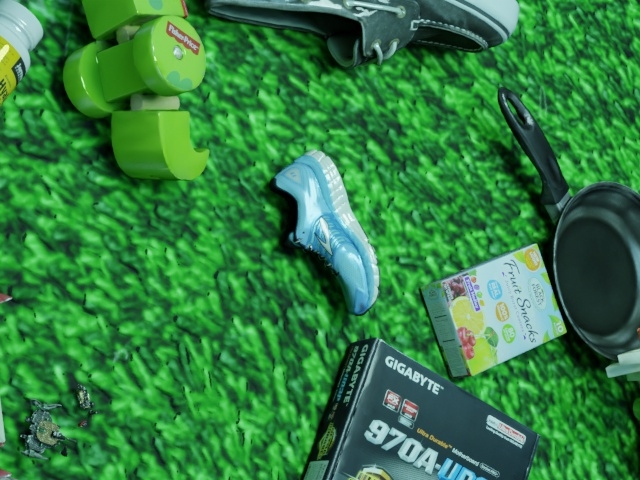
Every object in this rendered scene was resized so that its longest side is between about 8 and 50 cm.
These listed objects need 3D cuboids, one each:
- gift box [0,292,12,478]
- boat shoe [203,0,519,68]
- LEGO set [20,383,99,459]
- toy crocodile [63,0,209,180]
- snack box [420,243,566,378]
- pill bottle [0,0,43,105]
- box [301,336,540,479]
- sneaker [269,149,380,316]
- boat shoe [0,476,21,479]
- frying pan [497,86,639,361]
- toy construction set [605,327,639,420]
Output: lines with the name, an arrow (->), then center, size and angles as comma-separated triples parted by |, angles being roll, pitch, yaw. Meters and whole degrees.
gift box -> -0.329, 0.032, 0.872 | 0.276, 0.255, 0.258 | -11, 122, -21
boat shoe -> 0.034, -0.222, 1.319 | 0.335, 0.121, 0.119 | 12, 81, -20
LEGO set -> -0.220, 0.152, 1.118 | 0.083, 0.023, 0.054 | -15, 91, -48
toy crocodile -> -0.164, -0.216, 1.175 | 0.105, 0.115, 0.340 | -12, 89, -54
snack box -> 0.178, 0.071, 1.385 | 0.141, 0.037, 0.100 | -19, 92, -35
pill bottle -> -0.278, -0.141, 1.110 | 0.065, 0.065, 0.116 | 41, 61, -20
box -> 0.095, 0.219, 1.290 | 0.220, 0.051, 0.175 | 32, 65, -25
sneaker -> 0.000, 0.000, 1.280 | 0.073, 0.063, 0.162 | -25, 90, -17
boat shoe -> -0.244, 0.246, 1.013 | 0.355, 0.132, 0.130 | 19, 70, -28
frying pan -> 0.266, 0.004, 1.442 | 0.326, 0.053, 0.197 | 32, 63, -27
toy construction set -> 0.365, 0.238, 1.414 | 0.215, 0.151, 0.327 | -11, 100, -33
